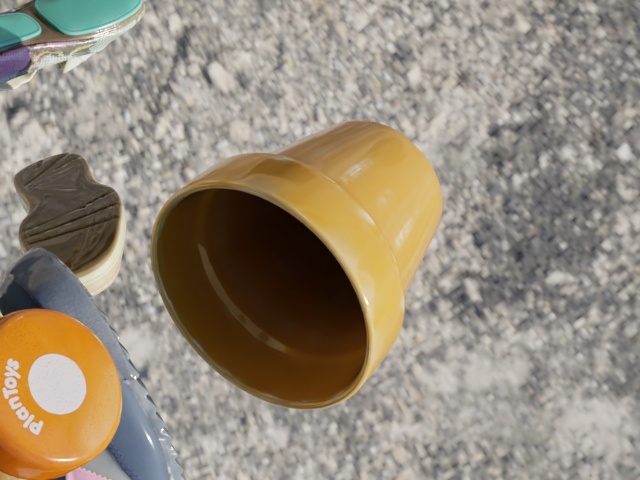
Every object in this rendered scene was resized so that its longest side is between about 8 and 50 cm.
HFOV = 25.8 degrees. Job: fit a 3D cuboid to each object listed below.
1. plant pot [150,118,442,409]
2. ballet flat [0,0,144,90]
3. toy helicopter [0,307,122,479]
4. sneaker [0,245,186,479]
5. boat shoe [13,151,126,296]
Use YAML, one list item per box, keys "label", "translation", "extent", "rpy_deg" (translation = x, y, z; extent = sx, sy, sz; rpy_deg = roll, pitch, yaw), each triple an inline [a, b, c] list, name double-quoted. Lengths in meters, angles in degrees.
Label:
- label: "plant pot"
  translation: [0.000, 0.000, 1.126]
  extent: [0.188, 0.205, 0.205]
  rpy_deg: [-43, 137, -44]
- label: "ballet flat"
  translation: [-0.269, -0.189, 1.334]
  extent: [0.221, 0.077, 0.079]
  rpy_deg: [-26, 150, -38]
- label: "toy helicopter"
  translation: [-0.274, 0.013, 0.674]
  extent: [0.235, 0.355, 0.140]
  rpy_deg: [-24, 175, -46]
- label: "sneaker"
  translation: [-0.145, 0.164, 0.801]
  extent: [0.131, 0.112, 0.319]
  rpy_deg: [-25, 112, -22]
- label: "boat shoe"
  translation: [-0.253, 0.000, 1.440]
  extent: [0.109, 0.302, 0.098]
  rpy_deg: [-21, 116, -11]
